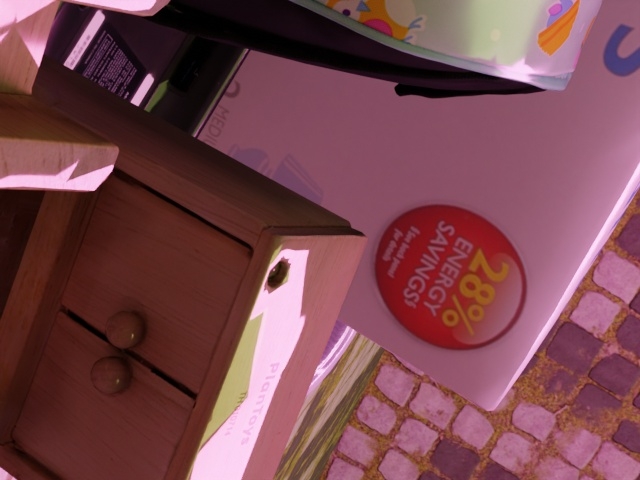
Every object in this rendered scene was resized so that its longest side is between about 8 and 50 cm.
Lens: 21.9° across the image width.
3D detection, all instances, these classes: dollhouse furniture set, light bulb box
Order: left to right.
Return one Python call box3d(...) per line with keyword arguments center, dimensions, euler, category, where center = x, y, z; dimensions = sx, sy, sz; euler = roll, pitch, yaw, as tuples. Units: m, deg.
box3d(center=(-0.130, 0.009, 0.380), dimensions=(0.242, 0.161, 0.212), euler=(0, 116, -57), category="dollhouse furniture set")
box3d(center=(0.118, -0.170, 0.860), dimensions=(0.358, 0.225, 0.361), euler=(-64, 170, 30), category="light bulb box")

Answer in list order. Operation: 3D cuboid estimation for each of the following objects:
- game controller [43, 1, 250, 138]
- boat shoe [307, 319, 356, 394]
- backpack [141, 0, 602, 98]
box3d(center=(-0.094, -0.050, 0.621), dimensions=(0.319, 0.067, 0.166), euler=(-60, 158, -7), category="game controller")
box3d(center=(0.000, 0.000, 1.176), dimensions=(0.302, 0.109, 0.094), euler=(-62, 174, -9), category="boat shoe")
box3d(center=(0.001, -0.118, 0.447), dimensions=(0.144, 0.188, 0.166), euler=(-62, 171, 13), category="backpack")
